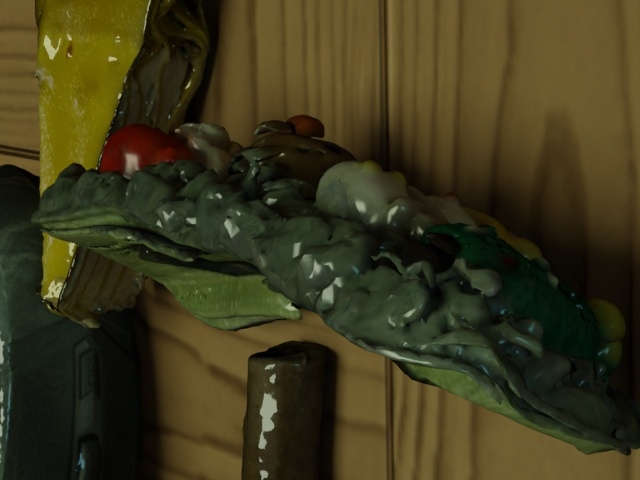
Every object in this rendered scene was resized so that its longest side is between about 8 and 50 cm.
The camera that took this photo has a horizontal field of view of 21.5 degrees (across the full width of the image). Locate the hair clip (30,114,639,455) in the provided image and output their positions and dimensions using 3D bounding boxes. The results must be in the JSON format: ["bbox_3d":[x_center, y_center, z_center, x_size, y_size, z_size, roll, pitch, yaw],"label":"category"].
[{"bbox_3d":[0.001,-0.001,0.670,0.321,0.138,0.091,15,79,53],"label":"hair clip"}]

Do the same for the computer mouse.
[{"bbox_3d":[-0.143,0.070,0.882,0.071,0.126,0.231,-17,78,33],"label":"computer mouse"}]

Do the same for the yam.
[{"bbox_3d":[-0.019,0.209,0.793,0.045,0.045,0.327,-101,12,-78],"label":"yam"}]

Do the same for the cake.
[{"bbox_3d":[-0.085,-0.052,0.827,0.116,0.079,0.185,-9,79,42],"label":"cake"}]
